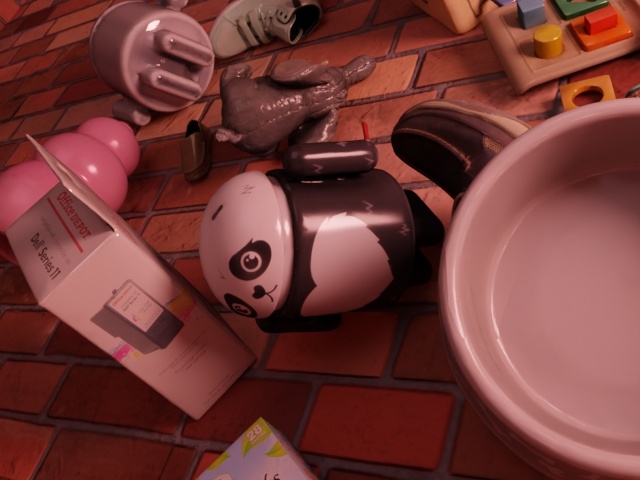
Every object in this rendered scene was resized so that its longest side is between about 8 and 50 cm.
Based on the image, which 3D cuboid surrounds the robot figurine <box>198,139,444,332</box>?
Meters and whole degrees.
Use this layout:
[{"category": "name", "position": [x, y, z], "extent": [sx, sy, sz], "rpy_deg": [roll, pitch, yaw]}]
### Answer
[{"category": "robot figurine", "position": [0.000, 0.003, 0.849], "extent": [0.173, 0.278, 0.209], "rpy_deg": [164, 102, -67]}]

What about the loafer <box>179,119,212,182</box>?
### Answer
[{"category": "loafer", "position": [-0.232, -0.164, 1.333], "extent": [0.056, 0.050, 0.148], "rpy_deg": [-24, 42, 17]}]

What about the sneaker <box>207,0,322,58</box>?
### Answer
[{"category": "sneaker", "position": [-0.113, -0.424, 1.455], "extent": [0.255, 0.094, 0.151], "rpy_deg": [-31, 43, 12]}]

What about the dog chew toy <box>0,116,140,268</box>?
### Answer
[{"category": "dog chew toy", "position": [-0.449, -0.098, 1.334], "extent": [0.206, 0.207, 0.332], "rpy_deg": [-1, 44, 37]}]

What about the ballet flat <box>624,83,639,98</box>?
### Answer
[{"category": "ballet flat", "position": [0.450, -0.174, 0.822], "extent": [0.206, 0.073, 0.067], "rpy_deg": [-25, 68, 20]}]

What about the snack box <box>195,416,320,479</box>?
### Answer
[{"category": "snack box", "position": [-0.058, 0.310, 0.723], "extent": [0.174, 0.070, 0.207], "rpy_deg": [-44, 45, -6]}]

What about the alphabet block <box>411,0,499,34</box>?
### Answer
[{"category": "alphabet block", "position": [0.223, -0.486, 1.174], "extent": [0.193, 0.197, 0.192], "rpy_deg": [-35, 39, 5]}]

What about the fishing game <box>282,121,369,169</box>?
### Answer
[{"category": "fishing game", "position": [-0.024, -0.061, 1.087], "extent": [0.264, 0.041, 0.189], "rpy_deg": [-30, 39, 24]}]

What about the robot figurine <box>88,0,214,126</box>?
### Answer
[{"category": "robot figurine", "position": [-0.353, -0.382, 1.515], "extent": [0.353, 0.199, 0.300], "rpy_deg": [33, 101, 49]}]

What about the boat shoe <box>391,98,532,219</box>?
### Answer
[{"category": "boat shoe", "position": [0.199, -0.039, 0.776], "extent": [0.355, 0.132, 0.130], "rpy_deg": [33, 75, 36]}]

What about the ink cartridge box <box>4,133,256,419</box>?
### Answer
[{"category": "ink cartridge box", "position": [-0.256, 0.050, 0.910], "extent": [0.119, 0.353, 0.207], "rpy_deg": [-44, 39, -7]}]

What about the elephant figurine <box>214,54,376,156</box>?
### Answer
[{"category": "elephant figurine", "position": [-0.032, -0.227, 1.165], "extent": [0.239, 0.169, 0.186], "rpy_deg": [-12, 68, 13]}]

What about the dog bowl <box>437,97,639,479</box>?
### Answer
[{"category": "dog bowl", "position": [0.259, 0.040, 0.615], "extent": [0.348, 0.102, 0.349], "rpy_deg": [-6, 72, 21]}]

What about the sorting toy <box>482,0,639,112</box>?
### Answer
[{"category": "sorting toy", "position": [0.333, -0.300, 1.005], "extent": [0.195, 0.047, 0.348], "rpy_deg": [-21, 48, 11]}]
